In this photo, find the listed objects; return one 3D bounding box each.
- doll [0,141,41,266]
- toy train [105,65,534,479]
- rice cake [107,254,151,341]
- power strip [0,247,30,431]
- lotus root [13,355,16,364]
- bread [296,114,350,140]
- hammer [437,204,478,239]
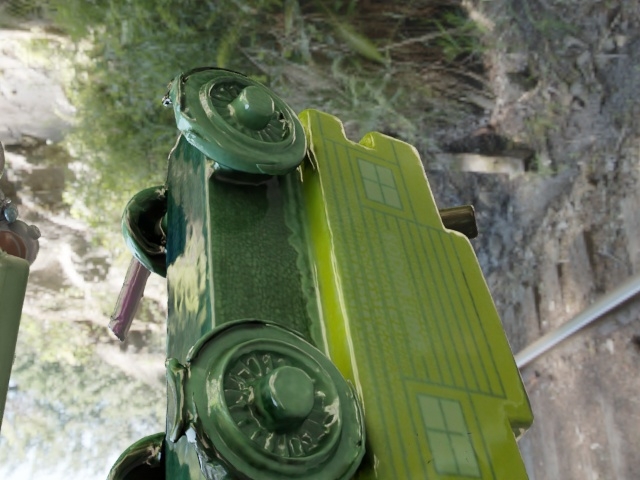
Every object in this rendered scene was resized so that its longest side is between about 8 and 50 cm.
[{"bbox_3d":[-0.578,-0.064,1.229,0.151,0.151,0.287,-103,-10,-76],"label":"doll"},{"bbox_3d":[-0.002,0.064,0.514,0.179,0.272,0.442,-51,35,37],"label":"toy train"},{"bbox_3d":[-0.427,0.100,1.646,0.055,0.049,0.269,38,-121,-43],"label":"rice cake"},{"bbox_3d":[-0.406,0.134,0.862,0.118,0.046,0.270,6,86,53],"label":"power strip"},{"bbox_3d":[-0.857,0.255,1.833,0.120,0.209,0.120,-51,-13,-17],"label":"lotus root"},{"bbox_3d":[-0.018,-0.138,1.168,0.232,0.172,0.064,53,136,19],"label":"bread"},{"bbox_3d":[0.000,0.000,1.020,0.168,0.440,0.044,69,-160,-45],"label":"hammer"}]
